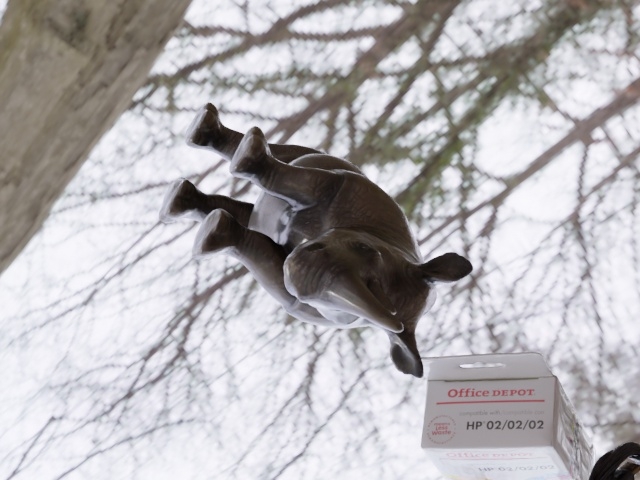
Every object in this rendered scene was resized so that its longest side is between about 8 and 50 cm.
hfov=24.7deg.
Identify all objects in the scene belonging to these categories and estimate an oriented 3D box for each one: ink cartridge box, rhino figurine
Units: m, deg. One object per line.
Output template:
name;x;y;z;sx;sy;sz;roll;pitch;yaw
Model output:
ink cartridge box;0.143;0.154;1.129;0.181;0.104;0.062;54;-143;-51
rhino figurine;0.000;0.000;0.657;0.106;0.243;0.073;27;-85;-19

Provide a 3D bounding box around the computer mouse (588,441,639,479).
computer mouse;0.114;0.177;0.810;0.242;0.041;0.071;-21;-108;-41
